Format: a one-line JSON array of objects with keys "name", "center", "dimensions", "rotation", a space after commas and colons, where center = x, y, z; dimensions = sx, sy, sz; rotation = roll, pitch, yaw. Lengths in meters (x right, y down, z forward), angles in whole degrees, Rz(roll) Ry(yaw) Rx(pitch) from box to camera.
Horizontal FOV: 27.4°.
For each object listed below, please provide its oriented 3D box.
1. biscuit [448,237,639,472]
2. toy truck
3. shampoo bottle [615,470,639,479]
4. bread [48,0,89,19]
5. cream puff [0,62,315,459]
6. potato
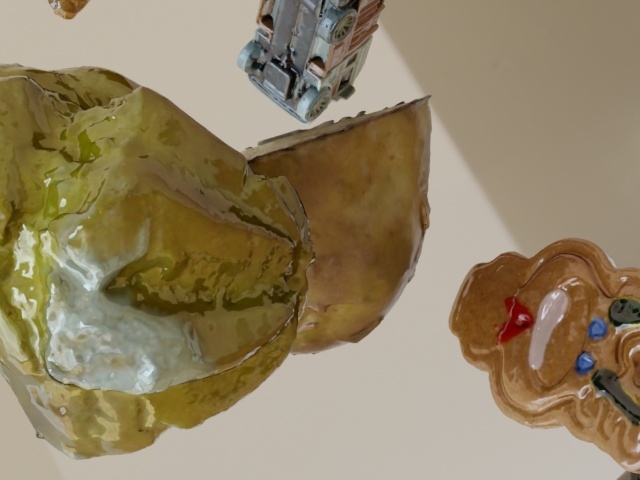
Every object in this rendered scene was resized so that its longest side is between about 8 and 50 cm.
[{"name": "biscuit", "center": [0.255, 0.101, 1.329], "dimensions": [0.047, 0.334, 0.202], "rotation": [23, -91, -39]}, {"name": "toy truck", "center": [0.007, -0.302, 1.675], "dimensions": [0.162, 0.136, 0.305], "rotation": [-38, -20, -34]}, {"name": "shampoo bottle", "center": [0.426, 0.365, 1.821], "dimensions": [0.236, 0.067, 0.068], "rotation": [-52, 5, 32]}, {"name": "bread", "center": [-0.334, -0.387, 1.901], "dimensions": [0.157, 0.052, 0.044], "rotation": [-50, -11, -3]}, {"name": "cream puff", "center": [-0.154, -0.001, 1.118], "dimensions": [0.276, 0.378, 0.378], "rotation": [-28, -11, 0]}, {"name": "potato", "center": [0.000, 0.000, 1.413], "dimensions": [0.289, 0.237, 0.301], "rotation": [-11, 9, 42]}]
